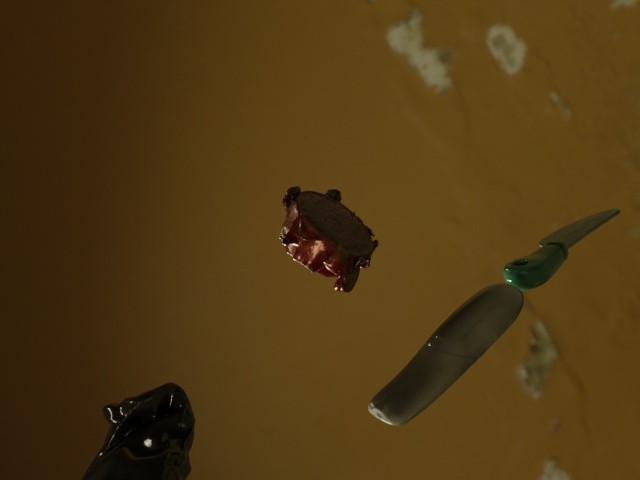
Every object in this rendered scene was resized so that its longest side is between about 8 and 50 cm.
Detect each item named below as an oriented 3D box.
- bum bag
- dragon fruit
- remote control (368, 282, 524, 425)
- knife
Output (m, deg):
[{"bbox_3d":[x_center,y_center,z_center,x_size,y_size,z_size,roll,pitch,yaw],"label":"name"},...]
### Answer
[{"bbox_3d":[-0.128,0.223,0.857,0.080,0.142,0.326,31,-148,-18],"label":"bum bag"},{"bbox_3d":[-0.001,0.002,1.516,0.112,0.068,0.126,10,-145,-45],"label":"dragon fruit"},{"bbox_3d":[0.146,0.124,1.674,0.073,0.229,0.044,25,151,53],"label":"remote control"},{"bbox_3d":[0.308,0.006,1.866,0.260,0.063,0.034,-31,-69,-49],"label":"knife"}]
